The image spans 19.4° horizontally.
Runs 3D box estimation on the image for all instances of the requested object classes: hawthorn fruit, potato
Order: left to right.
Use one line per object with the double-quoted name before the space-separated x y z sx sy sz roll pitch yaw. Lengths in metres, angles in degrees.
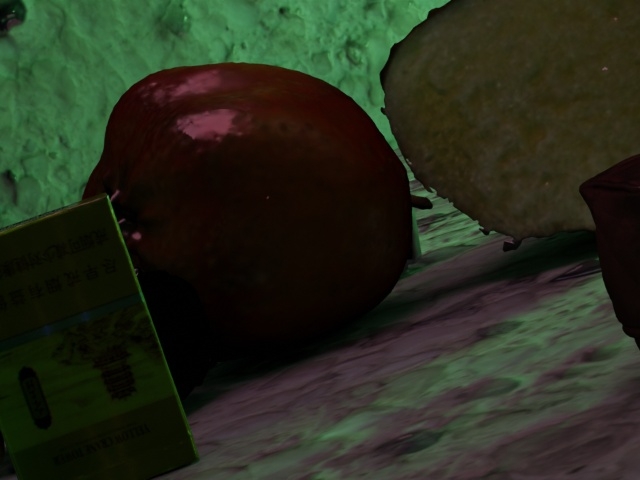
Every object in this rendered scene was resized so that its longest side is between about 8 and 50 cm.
"hawthorn fruit" -0.039 -0.027 1.661 0.330 0.287 0.287 -5 -2 -30
"potato" 0.238 -0.119 1.685 0.301 0.289 0.237 -16 -15 23

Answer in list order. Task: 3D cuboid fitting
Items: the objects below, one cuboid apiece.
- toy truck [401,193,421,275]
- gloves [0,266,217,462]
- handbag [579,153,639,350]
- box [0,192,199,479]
"toy truck" 0.000 0.000 1.912 0.124 0.114 0.253 -10 0 -35
"gloves" -0.224 0.107 1.540 0.301 0.152 0.197 -31 -27 23
"handbag" 0.266 -0.013 1.046 0.225 0.135 0.146 -24 7 -9
"box" -0.169 0.078 1.266 0.121 0.193 0.030 -19 8 -7
